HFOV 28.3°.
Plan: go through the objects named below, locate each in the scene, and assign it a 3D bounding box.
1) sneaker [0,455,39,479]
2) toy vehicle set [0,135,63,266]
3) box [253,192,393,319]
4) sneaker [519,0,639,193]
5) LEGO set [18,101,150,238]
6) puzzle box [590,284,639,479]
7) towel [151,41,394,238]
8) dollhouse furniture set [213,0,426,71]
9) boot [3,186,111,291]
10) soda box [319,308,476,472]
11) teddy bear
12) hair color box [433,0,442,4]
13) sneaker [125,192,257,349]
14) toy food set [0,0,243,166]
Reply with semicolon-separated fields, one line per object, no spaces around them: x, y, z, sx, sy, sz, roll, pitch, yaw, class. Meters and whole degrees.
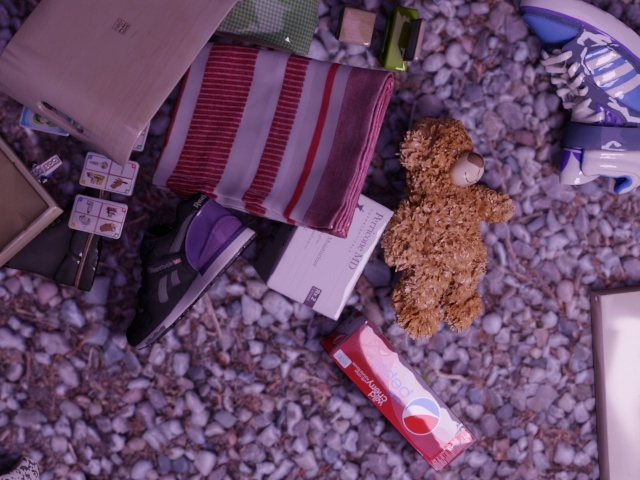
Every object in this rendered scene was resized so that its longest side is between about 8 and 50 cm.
-0.588;0.390;1.850;0.410;0.158;0.182;0;66;-8;sneaker
-0.508;-0.086;1.777;0.166;0.035;0.267;-41;81;-2;toy vehicle set
0.000;0.000;1.851;0.119;0.182;0.181;27;92;-12;box
0.396;-0.207;1.918;0.322;0.130;0.236;29;88;-18;sneaker
-0.379;-0.109;1.816;0.244;0.060;0.182;12;80;4;LEGO set
0.580;0.268;2.055;0.272;0.052;0.409;-5;99;-10;puzzle box
-0.075;-0.152;1.781;0.329;0.037;0.237;14;85;27;towel
0.006;-0.364;1.819;0.301;0.151;0.198;11;96;-11;dollhouse furniture set
-0.380;-0.034;1.839;0.137;0.077;0.198;12;94;-6;boot
0.118;0.231;1.948;0.083;0.092;0.263;-42;102;-3;soda box
0.190;-0.012;1.894;0.245;0.113;0.338;12;96;-33;teddy bear
0.264;-0.495;1.736;0.113;0.185;0.374;48;50;-11;hair color box
-0.215;0.038;1.829;0.124;0.107;0.283;43;121;-1;sneaker
-0.280;-0.283;1.779;0.219;0.092;0.306;33;74;1;toy food set
